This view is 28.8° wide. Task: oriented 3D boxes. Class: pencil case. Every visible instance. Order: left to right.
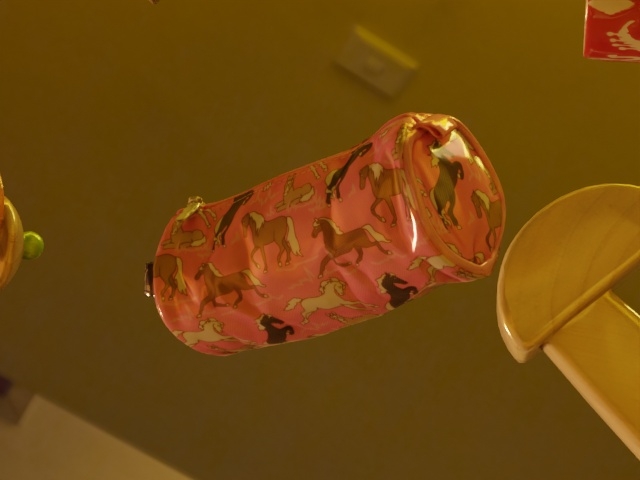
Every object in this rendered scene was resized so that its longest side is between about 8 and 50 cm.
[{"bbox_3d":[0.000,0.000,1.242,0.386,0.167,0.160,-19,-134,39],"label":"pencil case"}]

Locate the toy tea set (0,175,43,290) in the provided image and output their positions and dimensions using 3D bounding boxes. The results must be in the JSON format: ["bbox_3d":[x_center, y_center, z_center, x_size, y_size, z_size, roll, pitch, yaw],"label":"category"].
[{"bbox_3d":[-0.288,0.028,0.924,0.336,0.124,0.199,2,-92,57],"label":"toy tea set"}]

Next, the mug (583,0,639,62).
[{"bbox_3d":[0.213,-0.129,0.594,0.150,0.169,0.113,-38,129,-76],"label":"mug"}]

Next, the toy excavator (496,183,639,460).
[{"bbox_3d":[0.359,0.139,0.709,0.222,0.445,0.432,61,16,-76],"label":"toy excavator"}]

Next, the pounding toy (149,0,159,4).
[{"bbox_3d":[-0.101,-0.204,0.695,0.130,0.100,0.141,-45,-179,-1],"label":"pounding toy"}]
